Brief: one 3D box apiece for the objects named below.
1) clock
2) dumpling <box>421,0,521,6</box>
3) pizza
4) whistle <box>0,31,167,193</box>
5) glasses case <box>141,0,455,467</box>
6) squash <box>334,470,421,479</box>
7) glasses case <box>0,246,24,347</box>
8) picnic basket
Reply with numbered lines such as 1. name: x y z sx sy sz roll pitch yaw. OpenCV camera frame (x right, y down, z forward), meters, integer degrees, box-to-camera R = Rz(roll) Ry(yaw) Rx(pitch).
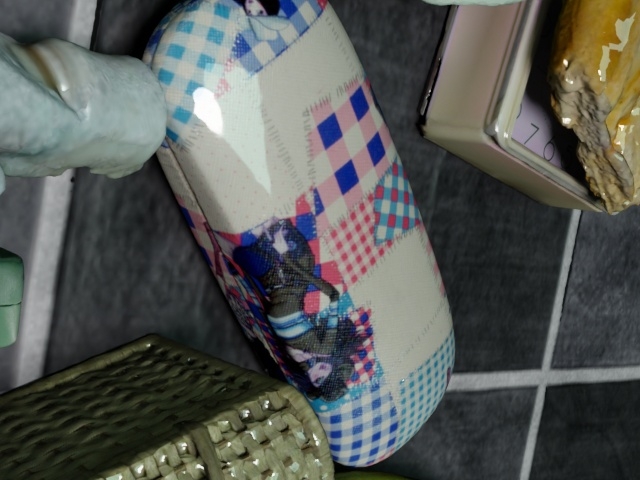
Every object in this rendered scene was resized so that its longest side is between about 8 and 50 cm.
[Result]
1. clock: 0.169 -0.114 0.719 0.192 0.071 0.147 22 84 -45
2. dumpling: 0.085 -0.298 0.510 0.212 0.270 0.321 -31 100 -74
3. pizza: 0.246 -0.109 0.695 0.297 0.071 0.189 44 65 -48
4. whistle: -0.194 -0.058 0.337 0.346 0.142 0.134 0 109 -56
5. glasses case: 0.000 0.000 0.575 0.125 0.076 0.327 -42 127 -26
6. squash: 0.059 0.207 0.660 0.341 0.094 0.094 36 75 -49
7. glasses case: -0.212 0.020 0.368 0.184 0.077 0.039 -1 102 -44
8. picnic basket: -0.104 0.148 0.455 0.196 0.154 0.134 -21 115 -41
